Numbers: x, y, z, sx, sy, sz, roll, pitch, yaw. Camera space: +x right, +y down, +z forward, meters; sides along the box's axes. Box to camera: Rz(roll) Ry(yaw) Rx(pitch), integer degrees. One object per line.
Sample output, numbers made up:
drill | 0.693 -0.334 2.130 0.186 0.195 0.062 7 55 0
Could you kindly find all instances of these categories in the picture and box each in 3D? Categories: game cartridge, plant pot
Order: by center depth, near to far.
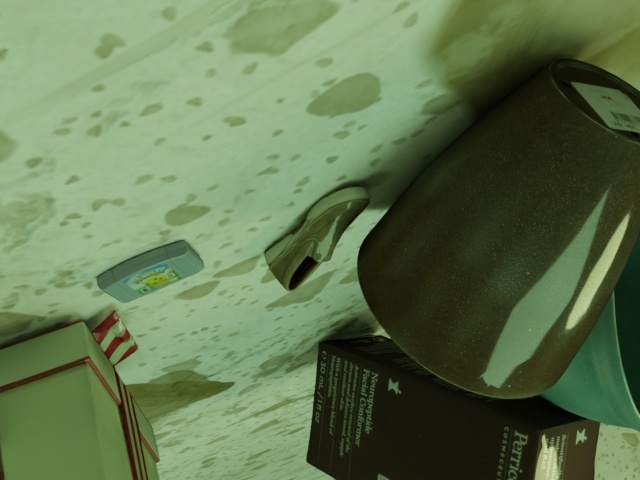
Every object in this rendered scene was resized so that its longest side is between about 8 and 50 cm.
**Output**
plant pot | 0.175 -0.024 0.653 0.215 0.215 0.230 -7 140 -36
game cartridge | -0.146 0.028 0.678 0.083 0.017 0.056 -23 155 2
plant pot | 0.300 0.070 0.919 0.196 0.293 0.293 -5 175 40

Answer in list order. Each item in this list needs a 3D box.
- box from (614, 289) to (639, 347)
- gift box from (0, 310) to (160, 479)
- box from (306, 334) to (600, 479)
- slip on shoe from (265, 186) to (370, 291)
box | 0.400 0.092 1.096 0.300 0.142 0.154 -8 162 15
gift box | -0.267 0.224 0.715 0.255 0.258 0.276 -16 139 -11
box | 0.155 0.265 1.037 0.143 0.191 0.381 0 -171 -42
slip on shoe | 0.000 0.000 0.720 0.051 0.041 0.135 2 148 -48
